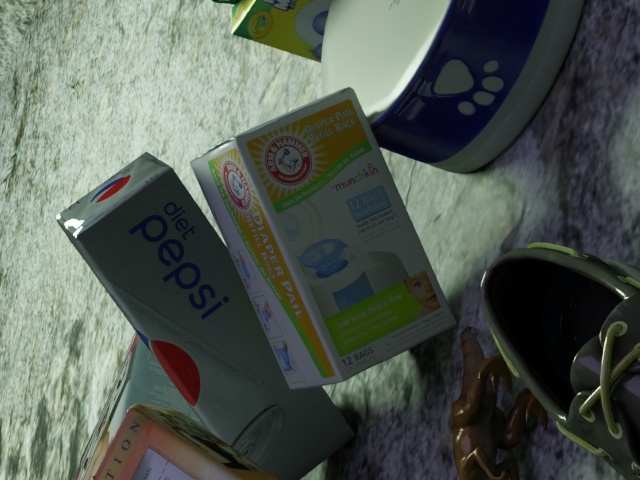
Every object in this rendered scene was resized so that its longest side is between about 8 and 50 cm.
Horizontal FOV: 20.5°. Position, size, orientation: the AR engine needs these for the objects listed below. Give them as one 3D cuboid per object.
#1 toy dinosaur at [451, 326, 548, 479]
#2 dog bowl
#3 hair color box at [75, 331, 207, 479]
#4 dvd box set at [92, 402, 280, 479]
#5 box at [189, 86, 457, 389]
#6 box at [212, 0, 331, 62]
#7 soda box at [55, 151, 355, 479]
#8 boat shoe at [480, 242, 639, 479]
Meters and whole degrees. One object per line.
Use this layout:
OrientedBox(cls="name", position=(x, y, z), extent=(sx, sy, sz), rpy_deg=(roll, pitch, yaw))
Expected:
OrientedBox(cls="toy dinosaur", position=(0.109, 0.116, 1.224), extent=(0.112, 0.064, 0.211), rpy_deg=(131, 149, -48))
OrientedBox(cls="dog bowl", position=(0.103, -0.194, 1.416), extent=(0.265, 0.104, 0.265), rpy_deg=(-49, 31, 45))
OrientedBox(cls="hair color box", position=(-0.159, 0.231, 1.623), extent=(0.374, 0.114, 0.185), rpy_deg=(-94, 26, -69))
OrientedBox(cls="dvd box set", position=(-0.021, 0.326, 1.036), extent=(0.420, 0.062, 0.307), rpy_deg=(29, 95, 33))
OrientedBox(cls="box", position=(0.000, 0.000, 1.375), extent=(0.103, 0.114, 0.203), rpy_deg=(-19, 95, 65))
OrientedBox(cls="box", position=(0.001, -0.209, 1.574), extent=(0.105, 0.179, 0.043), rpy_deg=(-51, 30, 45))
OrientedBox(cls="soda box", position=(-0.093, 0.072, 1.453), extent=(0.098, 0.286, 0.091), rpy_deg=(-36, 20, -9))
OrientedBox(cls="boat shoe", position=(0.181, 0.082, 1.030), extent=(0.109, 0.091, 0.305), rpy_deg=(-68, 22, 13))
